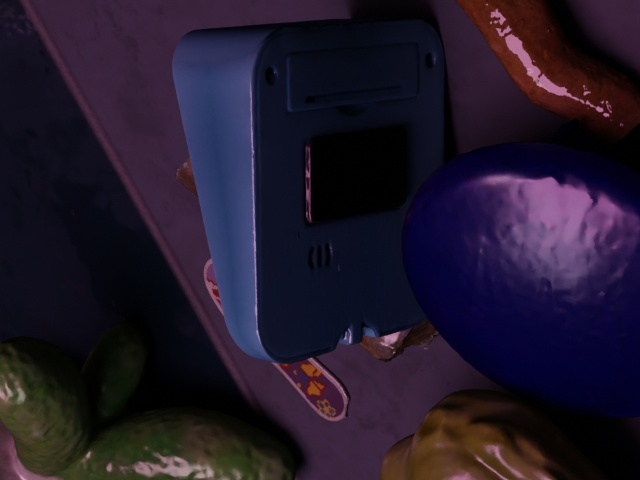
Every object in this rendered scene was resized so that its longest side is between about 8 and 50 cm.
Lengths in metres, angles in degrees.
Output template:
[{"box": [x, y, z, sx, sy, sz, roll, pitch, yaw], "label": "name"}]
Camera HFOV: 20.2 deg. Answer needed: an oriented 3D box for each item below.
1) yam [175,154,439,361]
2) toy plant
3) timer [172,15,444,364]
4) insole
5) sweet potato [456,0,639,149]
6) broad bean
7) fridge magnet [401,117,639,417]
[{"box": [0.000, 0.000, 1.526, 0.259, 0.093, 0.093, 43, 134, 12], "label": "yam"}, {"box": [-0.235, 0.226, 1.796, 0.317, 0.211, 0.356, 26, 134, -18], "label": "toy plant"}, {"box": [-0.002, -0.043, 1.373, 0.091, 0.232, 0.250, 3, 99, 39], "label": "timer"}, {"box": [-0.043, 0.094, 1.679, 0.197, 0.004, 0.065, 48, 135, 7], "label": "insole"}, {"box": [0.132, -0.181, 1.327, 0.281, 0.067, 0.059, 50, 162, 5], "label": "sweet potato"}, {"box": [0.156, 0.236, 1.481, 0.238, 0.119, 0.291, 7, 140, 33], "label": "broad bean"}, {"box": [0.187, 0.028, 1.345, 0.265, 0.113, 0.265, 19, 139, 17], "label": "fridge magnet"}]
